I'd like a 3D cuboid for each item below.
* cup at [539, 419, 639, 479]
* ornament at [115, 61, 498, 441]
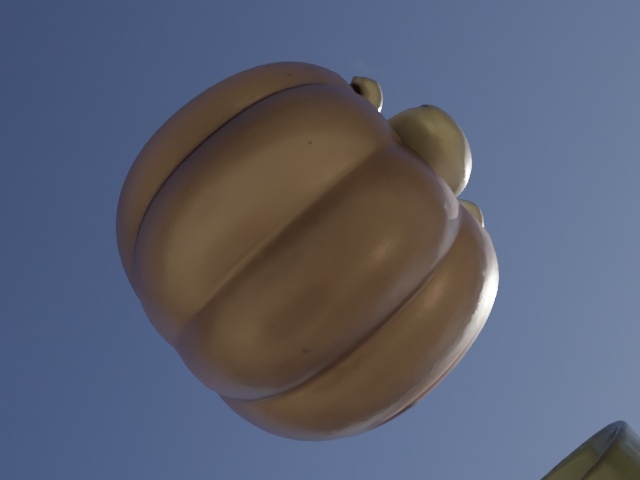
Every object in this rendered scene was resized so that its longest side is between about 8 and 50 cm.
[{"bbox_3d":[0.246,0.248,0.859,0.234,0.186,0.258,45,-121,8],"label":"cup"},{"bbox_3d":[0.000,0.000,0.574,0.178,0.177,0.177,-5,-63,-9],"label":"ornament"}]
